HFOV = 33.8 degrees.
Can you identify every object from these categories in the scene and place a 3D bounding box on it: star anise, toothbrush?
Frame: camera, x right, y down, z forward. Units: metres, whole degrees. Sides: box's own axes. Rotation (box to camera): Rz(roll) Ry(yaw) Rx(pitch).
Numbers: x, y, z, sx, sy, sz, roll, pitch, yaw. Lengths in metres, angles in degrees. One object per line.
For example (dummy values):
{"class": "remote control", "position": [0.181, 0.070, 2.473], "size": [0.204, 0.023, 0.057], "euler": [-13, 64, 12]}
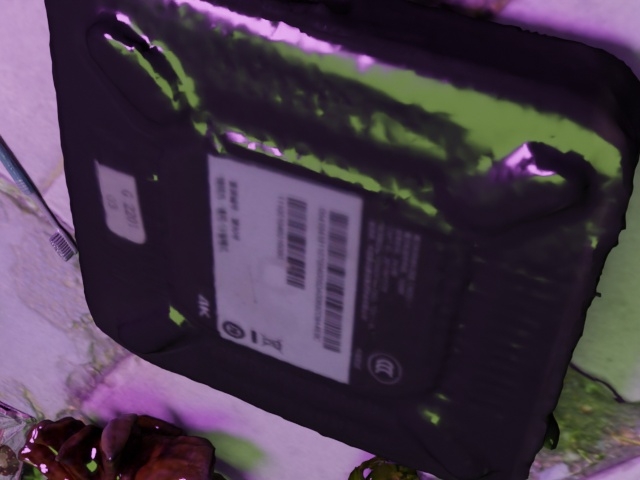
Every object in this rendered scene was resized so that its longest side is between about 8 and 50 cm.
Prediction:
{"class": "star anise", "position": [-0.169, 0.219, 0.987], "size": [0.220, 0.099, 0.214], "euler": [14, 152, 11]}
{"class": "toothbrush", "position": [-0.232, -0.048, 0.801], "size": [0.011, 0.014, 0.167], "euler": [4, 135, 39]}

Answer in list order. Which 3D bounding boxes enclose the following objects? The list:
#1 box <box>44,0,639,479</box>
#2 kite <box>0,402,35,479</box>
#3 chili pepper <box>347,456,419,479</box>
{"class": "box", "position": [0.000, 0.000, 0.656], "size": [0.350, 0.091, 0.359], "euler": [17, 137, 14]}
{"class": "kite", "position": [-0.411, 0.223, 1.148], "size": [0.268, 0.013, 0.323], "euler": [-15, 111, 26]}
{"class": "chili pepper", "position": [0.008, 0.315, 0.980], "size": [0.085, 0.076, 0.359], "euler": [27, 132, 0]}
